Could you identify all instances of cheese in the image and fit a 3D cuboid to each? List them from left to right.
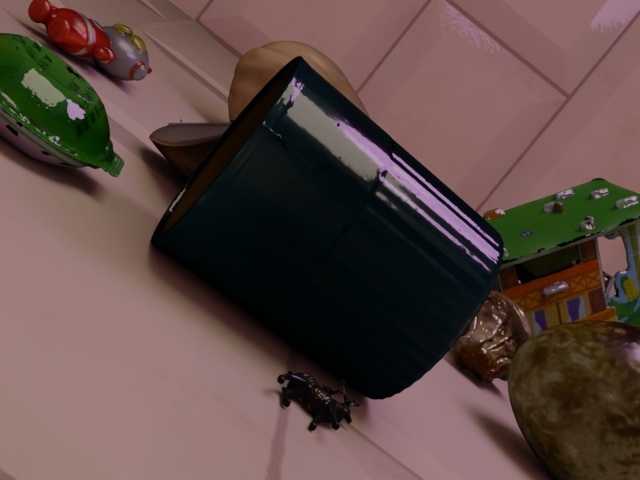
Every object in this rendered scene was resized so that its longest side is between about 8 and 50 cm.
[{"bbox_3d":[-0.326,-0.172,1.230,0.320,0.083,0.204,39,11,-13],"label":"cheese"}]

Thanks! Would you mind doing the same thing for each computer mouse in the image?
[{"bbox_3d":[-0.110,-0.088,1.516,0.158,0.072,0.310,42,-17,-29],"label":"computer mouse"}]

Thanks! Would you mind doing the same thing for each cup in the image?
[{"bbox_3d":[-0.004,0.010,1.281,0.292,0.308,0.242,37,42,-11],"label":"cup"}]

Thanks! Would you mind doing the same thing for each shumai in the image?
[{"bbox_3d":[0.241,0.152,1.804,0.116,0.145,0.145,-22,52,-36],"label":"shumai"}]

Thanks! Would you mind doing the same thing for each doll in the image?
[{"bbox_3d":[-0.330,-0.294,1.834,0.142,0.076,0.245,45,15,31],"label":"doll"}]

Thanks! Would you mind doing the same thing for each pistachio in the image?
[{"bbox_3d":[-0.031,-0.222,2.205,0.321,0.229,0.238,46,-21,-29],"label":"pistachio"}]

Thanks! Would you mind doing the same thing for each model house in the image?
[{"bbox_3d":[0.412,0.089,2.063,0.242,0.358,0.313,-141,-146,-64],"label":"model house"}]

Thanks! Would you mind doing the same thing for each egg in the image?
[{"bbox_3d":[0.377,0.219,1.574,0.289,0.238,0.238,31,9,6],"label":"egg"}]

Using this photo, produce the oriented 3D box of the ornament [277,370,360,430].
[{"bbox_3d":[-0.001,0.145,1.133,0.073,0.028,0.125,41,11,9],"label":"ornament"}]
